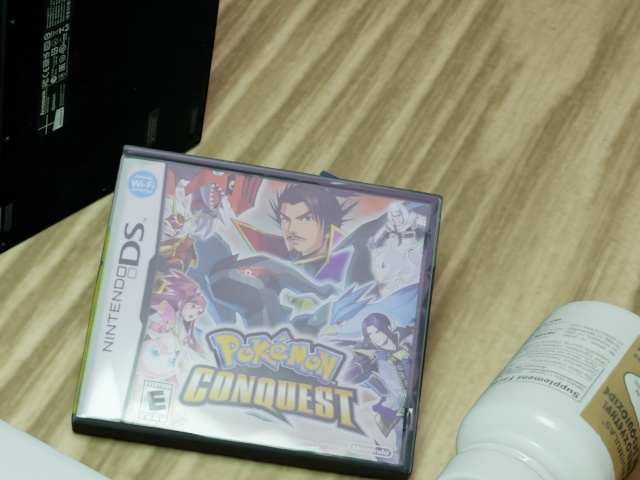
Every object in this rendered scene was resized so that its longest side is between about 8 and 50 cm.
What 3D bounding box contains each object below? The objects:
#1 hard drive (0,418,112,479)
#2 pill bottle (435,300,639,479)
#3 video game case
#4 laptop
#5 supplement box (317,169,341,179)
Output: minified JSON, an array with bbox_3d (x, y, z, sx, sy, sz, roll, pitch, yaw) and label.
[{"bbox_3d":[-0.190,0.254,1.422,0.308,0.040,0.203,26,43,17],"label":"hard drive"},{"bbox_3d":[0.181,0.158,1.543,0.131,0.131,0.229,27,44,18],"label":"pill bottle"},{"bbox_3d":[-0.048,0.057,1.606,0.275,0.035,0.248,9,66,-2],"label":"video game case"},{"bbox_3d":[-0.303,-0.208,1.663,0.236,0.382,0.408,36,47,26],"label":"laptop"},{"bbox_3d":[0.000,0.000,1.720,0.056,0.083,0.083,26,43,18],"label":"supplement box"}]
